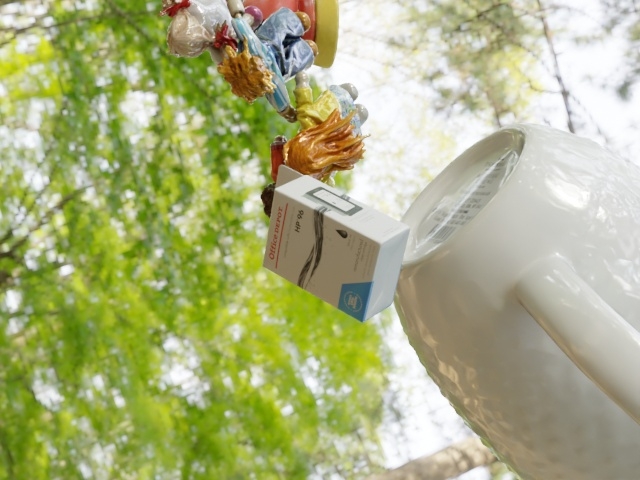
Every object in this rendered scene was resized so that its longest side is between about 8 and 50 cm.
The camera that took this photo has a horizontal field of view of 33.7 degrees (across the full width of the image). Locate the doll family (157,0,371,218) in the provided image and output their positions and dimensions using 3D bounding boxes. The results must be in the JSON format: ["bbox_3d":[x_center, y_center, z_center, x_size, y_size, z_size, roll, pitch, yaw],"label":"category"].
[{"bbox_3d":[-0.032,-0.134,0.934,0.118,0.163,0.263,-24,-75,27],"label":"doll family"}]

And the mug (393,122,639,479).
[{"bbox_3d":[0.230,0.082,0.854,0.328,0.276,0.374,43,7,-13],"label":"mug"}]

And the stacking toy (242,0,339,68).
[{"bbox_3d":[-0.066,-0.380,1.525,0.309,0.130,0.279,-162,-108,-78],"label":"stacking toy"}]

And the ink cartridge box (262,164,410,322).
[{"bbox_3d":[0.000,0.000,0.538,0.083,0.028,0.048,28,-57,27],"label":"ink cartridge box"}]
